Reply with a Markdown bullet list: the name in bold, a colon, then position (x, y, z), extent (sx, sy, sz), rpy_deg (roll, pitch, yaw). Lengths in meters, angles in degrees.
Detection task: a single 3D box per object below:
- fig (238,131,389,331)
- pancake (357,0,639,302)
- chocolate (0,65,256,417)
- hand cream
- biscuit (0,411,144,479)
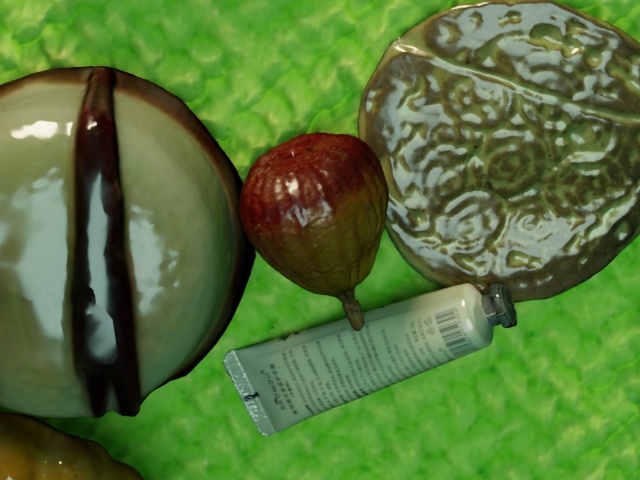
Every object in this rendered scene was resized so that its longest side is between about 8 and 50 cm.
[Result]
- **fig**: position (-0.006, -0.013, 1.459), extent (0.119, 0.119, 0.153), rpy_deg (-3, 141, -1)
- **pancake**: position (0.149, -0.066, 1.476), extent (0.250, 0.031, 0.250), rpy_deg (0, 112, -1)
- **chocolate**: position (-0.185, 0.020, 1.413), extent (0.283, 0.186, 0.283), rpy_deg (-1, 109, -2)
- **hand cream**: position (0.040, 0.087, 1.511), extent (0.234, 0.050, 0.080), rpy_deg (-20, 107, 20)
- **biscuit**: position (-0.265, 0.262, 1.490), extent (0.326, 0.107, 0.325), rpy_deg (3, 131, 3)
